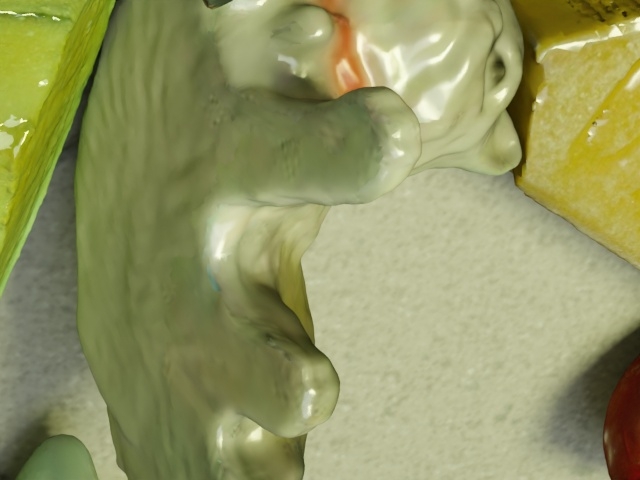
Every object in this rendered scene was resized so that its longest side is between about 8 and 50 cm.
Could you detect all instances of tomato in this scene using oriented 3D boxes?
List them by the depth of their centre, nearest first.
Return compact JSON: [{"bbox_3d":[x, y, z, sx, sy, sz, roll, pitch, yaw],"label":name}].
[{"bbox_3d":[0.237,0.097,1.030,0.139,0.091,0.159,-26,156,31],"label":"tomato"}]

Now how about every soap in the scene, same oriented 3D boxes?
[{"bbox_3d":[0.193,-0.065,0.912,0.257,0.080,0.160,29,105,-33],"label":"soap"}]

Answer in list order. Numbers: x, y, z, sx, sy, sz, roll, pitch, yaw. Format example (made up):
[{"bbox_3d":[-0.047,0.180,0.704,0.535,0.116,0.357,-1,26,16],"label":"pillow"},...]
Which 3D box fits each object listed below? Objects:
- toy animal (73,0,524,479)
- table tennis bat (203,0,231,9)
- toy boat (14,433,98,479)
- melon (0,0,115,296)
[{"bbox_3d":[0.000,0.000,0.816,0.266,0.308,0.188,-27,170,36],"label":"toy animal"},{"bbox_3d":[-0.095,-0.191,0.694,0.130,0.019,0.220,-33,92,10],"label":"table tennis bat"},{"bbox_3d":[-0.123,0.252,1.015,0.215,0.123,0.330,-2,112,-28],"label":"toy boat"},{"bbox_3d":[-0.211,-0.017,0.778,0.196,0.124,0.323,7,123,-21],"label":"melon"}]
